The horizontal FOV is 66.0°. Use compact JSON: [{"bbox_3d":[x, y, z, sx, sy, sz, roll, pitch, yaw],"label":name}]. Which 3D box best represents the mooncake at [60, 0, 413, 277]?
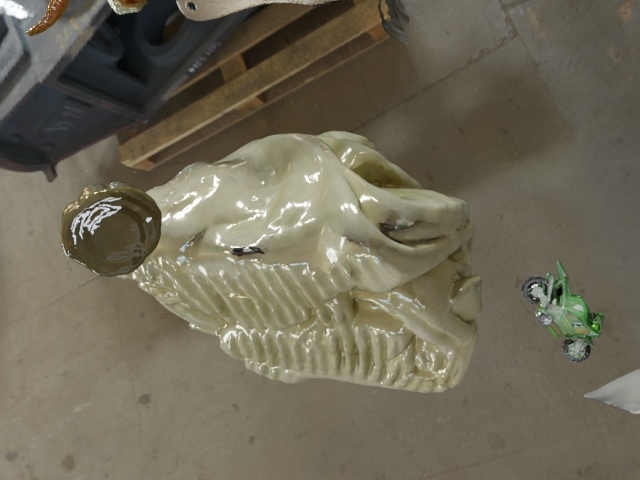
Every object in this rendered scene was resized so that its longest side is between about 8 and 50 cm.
[{"bbox_3d":[-0.026,-0.107,0.353,0.057,0.347,0.150,23,131,39],"label":"mooncake"}]

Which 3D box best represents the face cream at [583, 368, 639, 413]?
[{"bbox_3d":[0.524,0.170,0.642,0.314,0.143,0.089,-20,81,2],"label":"face cream"}]

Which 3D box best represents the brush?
[{"bbox_3d":[-0.039,-0.349,0.652,0.327,0.070,0.065,-2,58,18],"label":"brush"}]

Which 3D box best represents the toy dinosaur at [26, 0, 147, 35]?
[{"bbox_3d":[-0.177,-0.264,0.393,0.212,0.142,0.057,-37,54,-10],"label":"toy dinosaur"}]

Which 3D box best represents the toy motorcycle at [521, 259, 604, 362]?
[{"bbox_3d":[0.482,0.142,0.966,0.106,0.074,0.190,-35,82,16],"label":"toy motorcycle"}]

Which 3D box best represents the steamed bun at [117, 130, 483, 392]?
[{"bbox_3d":[0.000,0.000,0.551,0.346,0.394,0.237,-46,25,48],"label":"steamed bun"}]
